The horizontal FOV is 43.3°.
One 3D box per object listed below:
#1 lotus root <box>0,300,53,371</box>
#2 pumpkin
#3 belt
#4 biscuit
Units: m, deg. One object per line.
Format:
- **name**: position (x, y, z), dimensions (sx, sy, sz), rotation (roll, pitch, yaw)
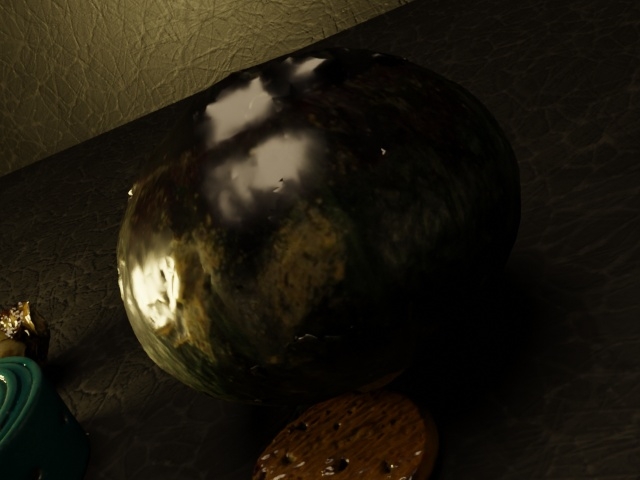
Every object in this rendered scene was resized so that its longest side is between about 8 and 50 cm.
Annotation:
- **lotus root**: position (-0.556, 0.218, 1.312), dimensions (0.314, 0.141, 0.169), rotation (-36, 23, 6)
- **pumpkin**: position (0.000, 0.000, 0.890), dimensions (0.455, 0.343, 0.454), rotation (-22, -13, -5)
- **belt**: position (-0.501, 0.335, 1.009), dimensions (0.300, 0.173, 0.436), rotation (4, 41, 44)
- **biscuit**: position (0.024, 0.232, 0.833), dimensions (0.212, 0.036, 0.212), rotation (-21, 27, 11)
